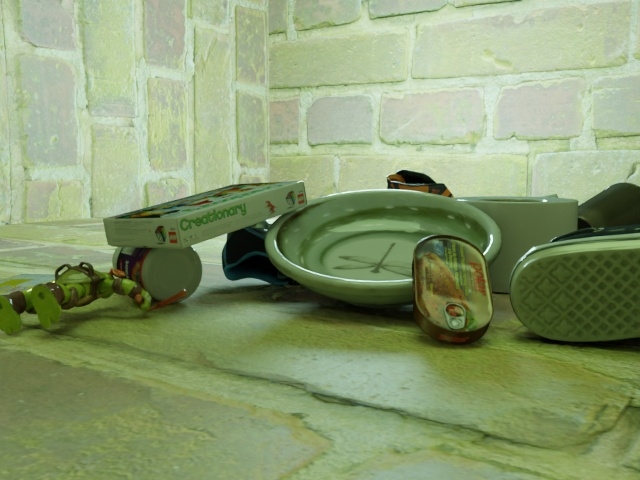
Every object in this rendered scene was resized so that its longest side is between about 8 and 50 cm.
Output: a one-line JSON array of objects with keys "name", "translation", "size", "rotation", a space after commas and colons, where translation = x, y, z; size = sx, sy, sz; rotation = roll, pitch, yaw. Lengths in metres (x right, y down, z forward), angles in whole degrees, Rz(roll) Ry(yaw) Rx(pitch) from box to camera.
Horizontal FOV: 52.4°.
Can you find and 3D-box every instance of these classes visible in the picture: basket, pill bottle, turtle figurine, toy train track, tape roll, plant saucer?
[{"name": "basket", "translation": [0.634, -0.018, 1.496], "size": [0.226, 0.204, 0.154], "rotation": [-17, 43, -38]}, {"name": "pill bottle", "translation": [-0.301, 0.045, 1.162], "size": [0.108, 0.108, 0.193], "rotation": [-5, 8, -37]}, {"name": "turtle figurine", "translation": [-0.358, 0.076, 0.975], "size": [0.269, 0.087, 0.217], "rotation": [2, 7, 15]}, {"name": "toy train track", "translation": [-0.056, 0.095, 1.155], "size": [0.048, 0.014, 0.083], "rotation": [13, 19, 35]}, {"name": "tape roll", "translation": [0.375, 0.001, 1.279], "size": [0.246, 0.169, 0.246], "rotation": [-1, 7, 0]}, {"name": "plant saucer", "translation": [0.106, 0.023, 1.128], "size": [0.400, 0.101, 0.400], "rotation": [-2, 25, 1]}]

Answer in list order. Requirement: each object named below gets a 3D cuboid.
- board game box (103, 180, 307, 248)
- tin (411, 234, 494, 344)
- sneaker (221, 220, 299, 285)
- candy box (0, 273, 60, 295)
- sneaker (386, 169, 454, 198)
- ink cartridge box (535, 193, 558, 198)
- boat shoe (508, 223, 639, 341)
[{"name": "board game box", "translation": [-0.193, -0.049, 1.136], "size": [0.192, 0.053, 0.305], "rotation": [1, 16, 38]}, {"name": "tin", "translation": [0.181, 0.065, 0.902], "size": [0.106, 0.040, 0.190], "rotation": [3, 41, 4]}, {"name": "sneaker", "translation": [-0.027, 0.046, 1.283], "size": [0.340, 0.125, 0.140], "rotation": [3, 34, 4]}, {"name": "candy box", "translation": [-0.535, 0.087, 1.149], "size": [0.105, 0.027, 0.206], "rotation": [3, 7, 6]}, {"name": "sneaker", "translation": [0.168, -0.067, 1.540], "size": [0.321, 0.180, 0.125], "rotation": [-18, 20, 28]}, {"name": "ink cartridge box", "translation": [0.415, -0.028, 1.506], "size": [0.223, 0.045, 0.223], "rotation": [-10, -22, -1]}, {"name": "boat shoe", "translation": [0.501, 0.049, 0.824], "size": [0.499, 0.187, 0.156], "rotation": [-3, 11, 23]}]
